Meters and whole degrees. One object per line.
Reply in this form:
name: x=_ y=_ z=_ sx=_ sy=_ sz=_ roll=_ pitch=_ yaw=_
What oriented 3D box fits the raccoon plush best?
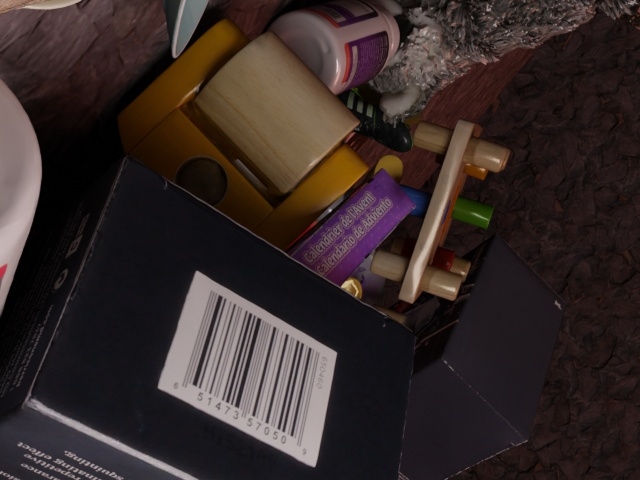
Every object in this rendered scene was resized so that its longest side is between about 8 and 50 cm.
raccoon plush: x=0.263 y=-0.259 z=1.239 sx=0.216 sy=0.447 sz=0.299 roll=-58 pitch=171 yaw=-62

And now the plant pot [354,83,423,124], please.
plant pot: x=0.092 y=-0.230 z=1.457 sx=0.095 sy=0.134 sz=0.134 roll=-23 pitch=171 yaw=4

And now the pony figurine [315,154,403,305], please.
pony figurine: x=0.000 y=0.000 z=1.477 sx=0.363 sy=0.303 sz=0.350 roll=-145 pitch=-108 yaw=-79

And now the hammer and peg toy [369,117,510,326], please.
hammer and peg toy: x=0.159 y=0.005 z=1.320 sx=0.266 sy=0.127 sz=0.361 roll=-19 pitch=128 yaw=-77

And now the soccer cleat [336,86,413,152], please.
soccer cleat: x=0.057 y=-0.173 z=1.334 sx=0.072 sy=0.179 sz=0.060 roll=-33 pitch=147 yaw=-27

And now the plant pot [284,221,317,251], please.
plant pot: x=-0.143 y=0.075 z=1.250 sx=0.275 sy=0.275 sz=0.243 roll=-43 pitch=180 yaw=-27

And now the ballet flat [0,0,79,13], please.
ballet flat: x=-0.181 y=-0.169 z=0.540 sx=0.106 sy=0.107 sz=0.316 roll=-38 pitch=177 yaw=33

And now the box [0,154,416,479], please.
box: x=-0.165 y=0.159 z=0.789 sx=0.395 sy=0.294 sz=0.212 roll=-31 pitch=-145 yaw=42

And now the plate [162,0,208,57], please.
plate: x=-0.091 y=-0.236 z=0.732 sx=0.188 sy=0.024 sz=0.188 roll=-158 pitch=-90 yaw=-83

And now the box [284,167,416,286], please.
box: x=-0.048 y=0.059 z=0.968 sx=0.293 sy=0.057 sz=0.201 roll=-40 pitch=-176 yaw=46

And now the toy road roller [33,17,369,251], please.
toy road roller: x=-0.121 y=-0.054 z=0.989 sx=0.329 sy=0.202 sz=0.240 roll=-43 pitch=-178 yaw=3

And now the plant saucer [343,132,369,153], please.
plant saucer: x=0.052 y=-0.181 z=1.709 sx=0.168 sy=0.029 sz=0.168 roll=-46 pitch=171 yaw=-9

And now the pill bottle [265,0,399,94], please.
pill bottle: x=0.021 y=-0.235 z=1.123 sx=0.193 sy=0.108 sz=0.108 roll=-33 pitch=163 yaw=-54

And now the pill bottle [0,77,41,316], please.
pill bottle: x=-0.290 y=0.029 z=0.580 sx=0.176 sy=0.176 sz=0.318 roll=-40 pitch=173 yaw=-40

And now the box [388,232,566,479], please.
box: x=0.193 y=0.206 z=1.483 sx=0.312 sy=0.179 sz=0.343 roll=-39 pitch=-170 yaw=38
